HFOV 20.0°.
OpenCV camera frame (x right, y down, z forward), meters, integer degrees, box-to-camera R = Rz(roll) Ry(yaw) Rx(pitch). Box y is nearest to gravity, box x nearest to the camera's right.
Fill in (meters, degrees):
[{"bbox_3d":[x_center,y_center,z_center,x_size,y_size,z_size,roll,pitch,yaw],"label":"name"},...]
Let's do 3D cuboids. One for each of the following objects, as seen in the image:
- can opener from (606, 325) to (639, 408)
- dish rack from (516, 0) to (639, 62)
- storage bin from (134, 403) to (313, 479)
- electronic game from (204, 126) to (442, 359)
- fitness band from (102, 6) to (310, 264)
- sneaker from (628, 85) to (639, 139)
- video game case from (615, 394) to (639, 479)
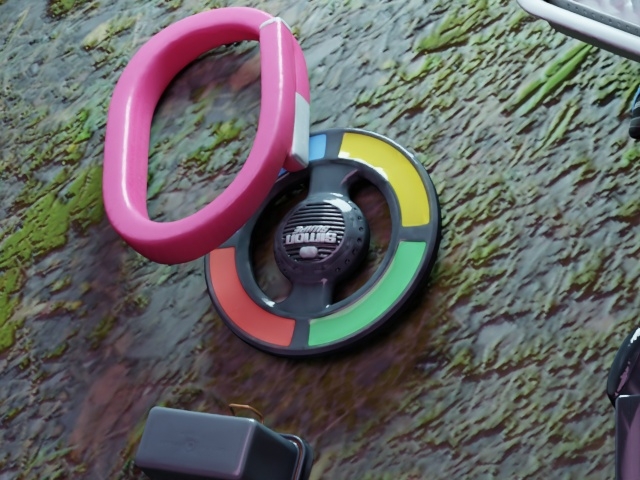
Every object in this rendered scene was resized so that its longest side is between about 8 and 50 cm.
[{"bbox_3d":[0.296,0.073,1.453,0.059,0.073,0.186,17,63,40],"label":"can opener"},{"bbox_3d":[0.352,-0.232,1.463,0.333,0.072,0.285,28,73,41],"label":"dish rack"},{"bbox_3d":[-0.087,0.182,1.550,0.135,0.091,0.098,5,66,26],"label":"storage bin"},{"bbox_3d":[0.000,0.000,1.633,0.229,0.048,0.229,-11,60,19],"label":"electronic game"},{"bbox_3d":[-0.112,-0.107,1.712,0.209,0.054,0.291,-20,48,22],"label":"fitness band"},{"bbox_3d":[0.340,-0.072,1.513,0.188,0.067,0.078,33,108,29],"label":"sneaker"},{"bbox_3d":[0.231,0.248,1.253,0.026,0.274,0.196,-4,62,16],"label":"video game case"}]
